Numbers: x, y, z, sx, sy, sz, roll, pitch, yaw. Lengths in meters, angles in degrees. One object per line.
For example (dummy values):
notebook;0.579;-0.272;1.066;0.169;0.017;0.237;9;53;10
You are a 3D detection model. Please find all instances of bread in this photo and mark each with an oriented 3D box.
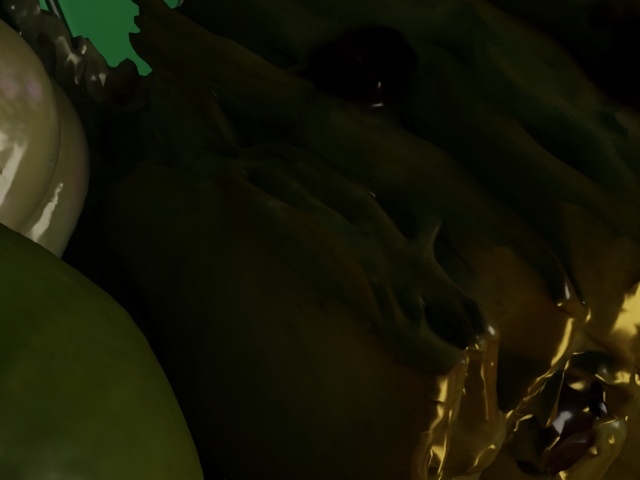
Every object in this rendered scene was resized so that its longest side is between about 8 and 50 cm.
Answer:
bread;0.000;0.000;0.680;0.191;0.370;0.314;-53;158;-27

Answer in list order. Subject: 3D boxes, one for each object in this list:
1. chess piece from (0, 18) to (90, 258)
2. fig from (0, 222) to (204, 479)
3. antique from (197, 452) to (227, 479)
chess piece;-0.181;-0.106;0.441;0.397;0.117;0.117;64;30;-59
fig;-0.135;0.076;0.465;0.230;0.207;0.207;-107;-171;-59
antique;-0.003;0.146;1.046;0.255;0.185;0.322;76;17;-45
